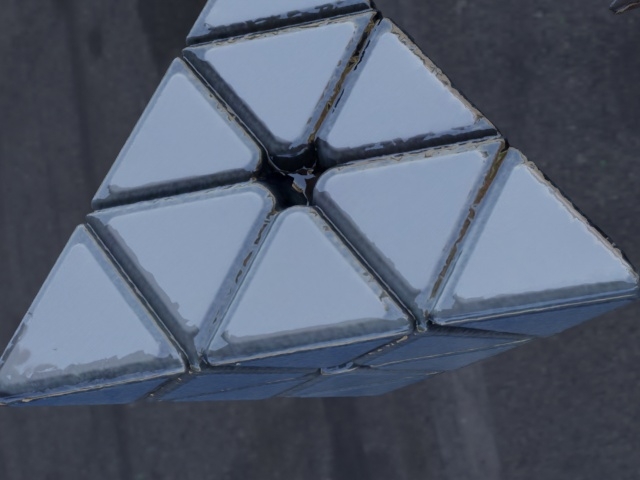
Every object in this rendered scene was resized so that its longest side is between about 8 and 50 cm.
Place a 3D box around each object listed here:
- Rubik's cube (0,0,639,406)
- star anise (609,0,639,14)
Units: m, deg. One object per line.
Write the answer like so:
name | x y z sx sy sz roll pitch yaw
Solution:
Rubik's cube | -0.001 0.000 0.746 0.228 0.229 0.233 -55 12 22
star anise | 0.241 -0.199 0.698 0.109 0.223 0.236 102 -168 -65
